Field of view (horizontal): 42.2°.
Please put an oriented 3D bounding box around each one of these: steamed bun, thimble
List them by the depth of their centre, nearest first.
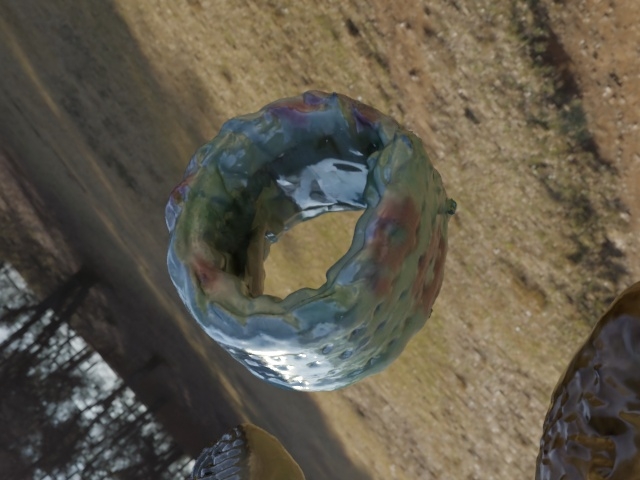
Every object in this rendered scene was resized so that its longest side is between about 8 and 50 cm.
[{"bbox_3d":[0.000,0.000,0.616,0.185,0.211,0.149,58,-179,30],"label":"thimble"},{"bbox_3d":[-0.103,0.454,1.178,0.219,0.310,0.324,30,-159,-24],"label":"steamed bun"}]

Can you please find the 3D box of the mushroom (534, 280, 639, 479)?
[{"bbox_3d":[0.175,0.182,0.449,0.267,0.254,0.267,28,148,19],"label":"mushroom"}]
